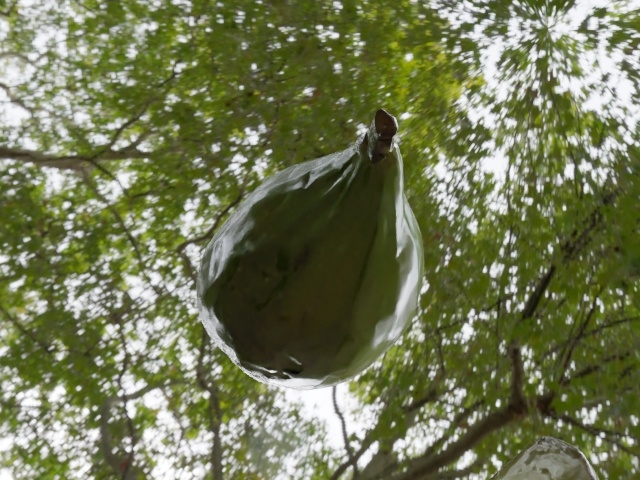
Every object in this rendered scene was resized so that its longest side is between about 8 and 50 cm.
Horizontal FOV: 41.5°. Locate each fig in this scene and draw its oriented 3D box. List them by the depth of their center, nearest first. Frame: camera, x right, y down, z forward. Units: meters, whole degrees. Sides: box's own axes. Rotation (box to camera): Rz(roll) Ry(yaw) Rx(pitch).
[{"bbox_3d":[-0.004,0.030,0.826,0.233,0.314,0.233,2,-102,-11],"label":"fig"}]

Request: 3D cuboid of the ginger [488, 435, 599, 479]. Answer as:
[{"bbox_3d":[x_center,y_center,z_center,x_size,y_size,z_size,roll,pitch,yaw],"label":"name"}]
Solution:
[{"bbox_3d":[0.151,0.222,0.408,0.109,0.116,0.263,-38,-74,-21],"label":"ginger"}]
